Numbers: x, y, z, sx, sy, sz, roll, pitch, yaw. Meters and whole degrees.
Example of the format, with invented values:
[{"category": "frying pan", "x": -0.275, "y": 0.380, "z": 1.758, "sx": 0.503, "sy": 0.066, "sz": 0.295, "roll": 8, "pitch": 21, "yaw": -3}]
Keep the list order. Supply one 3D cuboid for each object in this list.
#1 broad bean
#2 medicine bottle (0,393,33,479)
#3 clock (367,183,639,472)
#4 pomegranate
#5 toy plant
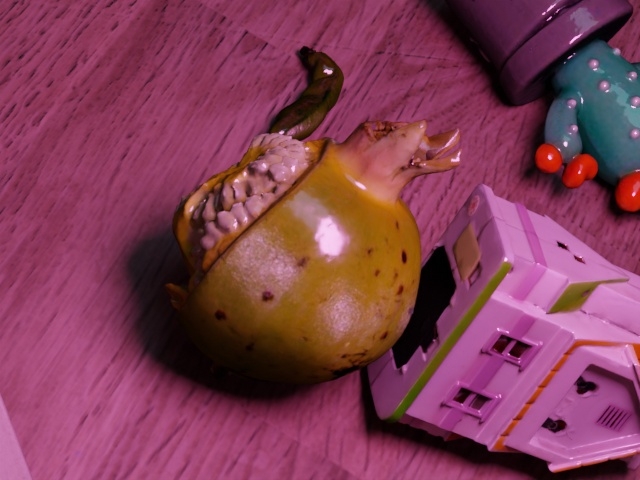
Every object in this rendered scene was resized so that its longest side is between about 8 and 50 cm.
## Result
[{"category": "broad bean", "x": -0.013, "y": -0.158, "z": 2.156, "sx": 0.061, "sy": 0.046, "sz": 0.195, "roll": 15, "pitch": 41, "yaw": 2}, {"category": "medicine bottle", "x": -0.332, "y": 0.255, "z": 1.479, "sx": 0.282, "sy": 0.123, "sz": 0.375, "roll": -21, "pitch": 94, "yaw": -39}, {"category": "clock", "x": 0.237, "y": 0.115, "z": 1.923, "sx": 0.309, "sy": 0.235, "sz": 0.166, "roll": 23, "pitch": 29, "yaw": -21}, {"category": "pomegranate", "x": 0.000, "y": 0.000, "z": 1.839, "sx": 0.260, "sy": 0.341, "sz": 0.260, "roll": 38, "pitch": 26, "yaw": -22}, {"category": "toy plant", "x": 0.318, "y": -0.207, "z": 2.281, "sx": 0.400, "sy": 0.185, "sz": 0.279, "roll": 52, "pitch": 19, "yaw": 11}]
